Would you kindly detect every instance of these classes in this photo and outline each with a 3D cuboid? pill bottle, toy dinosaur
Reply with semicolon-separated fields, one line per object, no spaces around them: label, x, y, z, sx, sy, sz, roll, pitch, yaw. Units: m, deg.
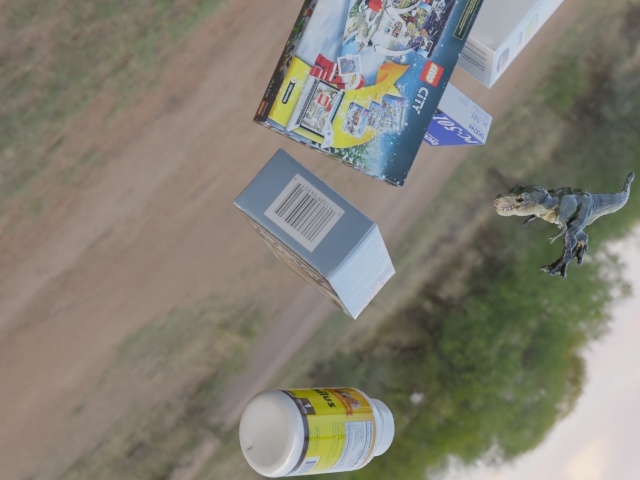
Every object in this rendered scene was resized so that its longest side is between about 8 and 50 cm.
pill bottle;0.001;0.261;1.757;0.215;0.117;0.117;5;135;-46
toy dinosaur;0.321;-0.021;1.626;0.268;0.064;0.118;-7;111;-43

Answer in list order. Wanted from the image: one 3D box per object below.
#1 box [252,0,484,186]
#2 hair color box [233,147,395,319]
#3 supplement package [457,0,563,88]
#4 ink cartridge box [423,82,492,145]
box;0.053;-0.189;1.253;0.233;0.159;0.044;-66;-158;-1
hair color box;0.000;0.000;1.988;0.113;0.185;0.374;-50;166;-4
supplement package;0.240;-0.387;1.777;0.262;0.204;0.145;-50;169;-7
ink cartridge box;0.128;-0.190;1.693;0.097;0.207;0.046;2;-112;46
